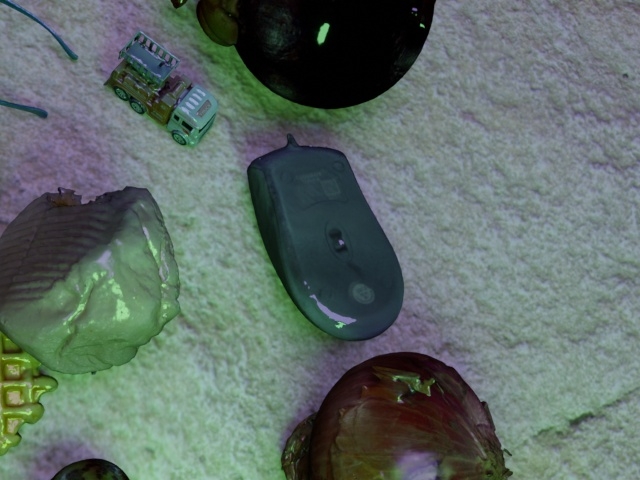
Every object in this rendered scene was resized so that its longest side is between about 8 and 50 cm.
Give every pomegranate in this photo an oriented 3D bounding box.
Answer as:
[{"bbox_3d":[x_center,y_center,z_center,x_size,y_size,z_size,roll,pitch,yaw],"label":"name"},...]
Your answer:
[{"bbox_3d":[-0.324,0.370,1.365,0.169,0.148,0.148,-23,77,12],"label":"pomegranate"}]

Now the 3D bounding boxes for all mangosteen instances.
[{"bbox_3d":[-0.026,-0.400,1.655,0.435,0.382,0.382,6,62,24],"label":"mangosteen"}]

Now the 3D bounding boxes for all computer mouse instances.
[{"bbox_3d":[0.000,0.000,1.619,0.188,0.122,0.371,-10,68,-27],"label":"computer mouse"}]

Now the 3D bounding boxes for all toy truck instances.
[{"bbox_3d":[-0.244,-0.240,1.621,0.177,0.115,0.080,37,63,-6],"label":"toy truck"}]

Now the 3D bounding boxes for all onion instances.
[{"bbox_3d":[0.122,0.319,1.426,0.353,0.353,0.354,7,69,-18],"label":"onion"}]

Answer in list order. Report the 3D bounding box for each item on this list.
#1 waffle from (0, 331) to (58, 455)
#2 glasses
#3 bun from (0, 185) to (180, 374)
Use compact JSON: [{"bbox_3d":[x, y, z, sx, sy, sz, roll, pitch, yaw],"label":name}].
[{"bbox_3d":[-0.509,0.188,1.400,0.261,0.056,0.250,40,62,0],"label":"waffle"},{"bbox_3d":[-0.511,-0.285,1.585,0.220,0.088,0.190,33,60,-29],"label":"glasses"},{"bbox_3d":[-0.318,0.064,1.418,0.205,0.281,0.281,49,56,-37],"label":"bun"}]
